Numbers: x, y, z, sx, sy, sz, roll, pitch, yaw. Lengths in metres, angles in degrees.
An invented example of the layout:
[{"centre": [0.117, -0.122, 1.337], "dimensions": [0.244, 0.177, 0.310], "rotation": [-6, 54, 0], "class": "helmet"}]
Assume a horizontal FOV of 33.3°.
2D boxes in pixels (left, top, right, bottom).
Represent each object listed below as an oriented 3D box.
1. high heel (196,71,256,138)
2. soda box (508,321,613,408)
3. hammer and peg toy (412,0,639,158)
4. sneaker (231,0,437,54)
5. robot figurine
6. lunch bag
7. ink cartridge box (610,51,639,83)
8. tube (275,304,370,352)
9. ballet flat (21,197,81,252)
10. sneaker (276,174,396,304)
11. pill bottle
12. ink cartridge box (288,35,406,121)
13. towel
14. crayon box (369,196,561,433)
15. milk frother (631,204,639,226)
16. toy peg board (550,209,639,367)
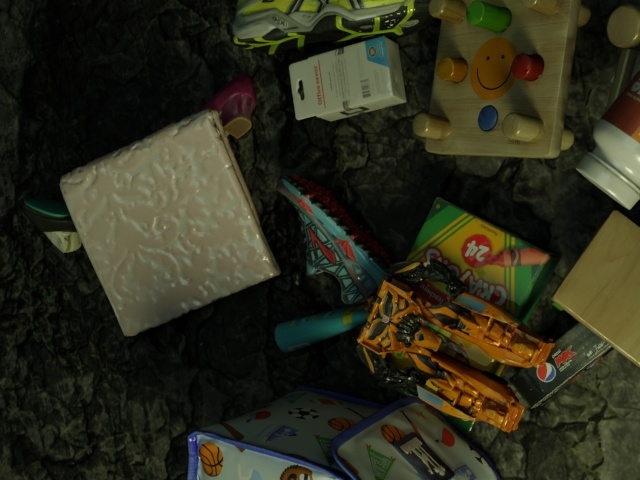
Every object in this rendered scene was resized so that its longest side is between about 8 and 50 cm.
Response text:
[{"centre": [-0.212, -0.206, 1.913], "dimensions": [0.244, 0.082, 0.117], "rotation": [-32, 44, 36], "class": "high heel"}, {"centre": [0.364, 0.175, 1.578], "dimensions": [0.169, 0.053, 0.060], "rotation": [-43, 69, 19], "class": "soda box"}, {"centre": [0.295, -0.239, 1.537], "dimensions": [0.361, 0.127, 0.265], "rotation": [10, 92, 50], "class": "hammer and peg toy"}, {"centre": [0.018, -0.399, 1.751], "dimensions": [0.385, 0.145, 0.147], "rotation": [0, 87, 27], "class": "sneaker"}, {"centre": [0.181, 0.149, 1.569], "dimensions": [0.291, 0.085, 0.211], "rotation": [25, 98, 26], "class": "robot figurine"}, {"centre": [0.042, 0.363, 1.580], "dimensions": [0.386, 0.328, 0.238], "rotation": [10, 101, 29], "class": "lunch bag"}, {"centre": [0.556, -0.220, 1.474], "dimensions": [0.237, 0.100, 0.172], "rotation": [40, 106, 24], "class": "ink cartridge box"}, {"centre": [0.022, 0.137, 1.757], "dimensions": [0.207, 0.080, 0.052], "rotation": [-19, 101, 29], "class": "tube"}, {"centre": [-0.451, -0.022, 2.010], "dimensions": [0.281, 0.095, 0.096], "rotation": [7, 102, 28], "class": "ballet flat"}, {"centre": [0.000, 0.000, 1.758], "dimensions": [0.262, 0.104, 0.125], "rotation": [47, 110, 23], "class": "sneaker"}, {"centre": [0.437, -0.152, 1.396], "dimensions": [0.121, 0.121, 0.216], "rotation": [41, 100, 24], "class": "pill bottle"}, {"centre": [0.044, -0.263, 1.774], "dimensions": [0.180, 0.060, 0.104], "rotation": [-11, 82, 27], "class": "ink cartridge box"}, {"centre": [-0.265, -0.028, 1.873], "dimensions": [0.332, 0.053, 0.316], "rotation": [-22, 93, 20], "class": "towel"}, {"centre": [0.207, 0.118, 1.652], "dimensions": [0.202, 0.081, 0.318], "rotation": [29, 101, 26], "class": "crayon box"}, {"centre": [0.484, -0.049, 1.482], "dimensions": [0.143, 0.135, 0.129], "rotation": [-36, 40, 19], "class": "milk frother"}, {"centre": [0.424, 0.072, 1.516], "dimensions": [0.161, 0.079, 0.161], "rotation": [38, 77, 1], "class": "toy peg board"}]
